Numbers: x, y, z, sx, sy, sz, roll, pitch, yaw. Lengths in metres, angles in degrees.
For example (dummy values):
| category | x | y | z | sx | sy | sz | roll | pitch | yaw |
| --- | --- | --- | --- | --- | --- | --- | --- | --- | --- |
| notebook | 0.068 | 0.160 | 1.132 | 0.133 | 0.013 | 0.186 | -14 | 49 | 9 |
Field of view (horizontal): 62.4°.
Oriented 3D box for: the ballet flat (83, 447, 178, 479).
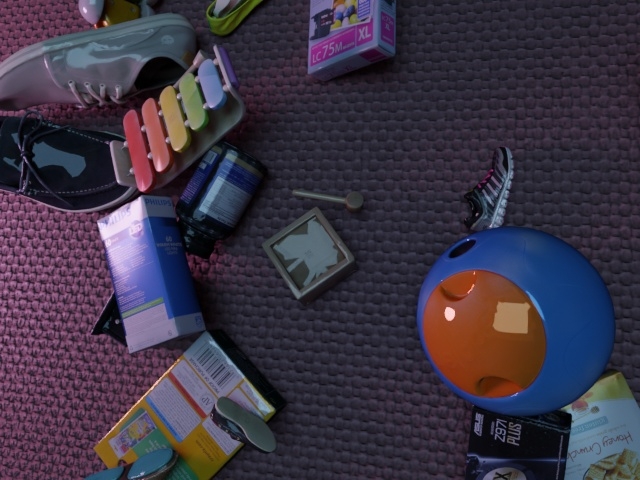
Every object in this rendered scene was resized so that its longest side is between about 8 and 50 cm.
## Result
| category | x | y | z | sx | sy | sz | roll | pitch | yaw |
| --- | --- | --- | --- | --- | --- | --- | --- | --- | --- |
| ballet flat | -0.338 | 0.437 | 0.960 | 0.206 | 0.073 | 0.067 | -21 | 106 | 12 |

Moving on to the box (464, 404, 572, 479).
| category | x | y | z | sx | sy | sz | roll | pitch | yaw |
| --- | --- | --- | --- | --- | --- | --- | --- | --- | --- |
| box | 0.320 | 0.360 | 0.862 | 0.147 | 0.077 | 0.180 | 8 | 95 | 29 |

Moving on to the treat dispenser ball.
| category | x | y | z | sx | sy | sz | roll | pitch | yaw |
| --- | --- | --- | --- | --- | --- | --- | --- | --- | --- |
| treat dispenser ball | 0.296 | 0.122 | 0.823 | 0.287 | 0.288 | 0.289 | -2 | 83 | 12 |

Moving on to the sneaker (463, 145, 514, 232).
| category | x | y | z | sx | sy | sz | roll | pitch | yaw |
| --- | --- | --- | --- | --- | --- | --- | --- | --- | --- |
| sneaker | 0.302 | -0.091 | 0.960 | 0.074 | 0.063 | 0.171 | 11 | 90 | 7 |

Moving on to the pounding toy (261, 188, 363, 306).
| category | x | y | z | sx | sy | sz | roll | pitch | yaw |
| --- | --- | --- | --- | --- | --- | --- | --- | --- | --- |
| pounding toy | 0.000 | -0.011 | 1.008 | 0.206 | 0.094 | 0.181 | -35 | 72 | -3 |

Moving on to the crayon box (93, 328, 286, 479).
| category | x | y | z | sx | sy | sz | roll | pitch | yaw |
| --- | --- | --- | --- | --- | --- | --- | --- | --- | --- |
| crayon box | -0.250 | 0.355 | 1.018 | 0.323 | 0.083 | 0.203 | -45 | 76 | 3 |

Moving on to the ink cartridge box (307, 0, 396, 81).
| category | x | y | z | sx | sy | sz | roll | pitch | yaw |
| --- | --- | --- | --- | --- | --- | --- | --- | --- | --- |
| ink cartridge box | 0.060 | -0.485 | 1.022 | 0.185 | 0.065 | 0.312 | -5 | 78 | 45 |

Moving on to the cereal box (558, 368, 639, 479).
| category | x | y | z | sx | sy | sz | roll | pitch | yaw |
| --- | --- | --- | --- | --- | --- | --- | --- | --- | --- |
| cereal box | 0.466 | 0.358 | 0.877 | 0.172 | 0.047 | 0.240 | -25 | 78 | 10 |

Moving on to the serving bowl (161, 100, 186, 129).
| category | x | y | z | sx | sy | sz | roll | pitch | yaw |
| --- | --- | --- | --- | --- | --- | --- | --- | --- | --- |
| serving bowl | -0.298 | -0.267 | 1.133 | 0.083 | 0.027 | 0.084 | -2 | 83 | 13 |

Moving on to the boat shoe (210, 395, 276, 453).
| category | x | y | z | sx | sy | sz | roll | pitch | yaw |
| --- | --- | --- | --- | --- | --- | --- | --- | --- | --- |
| boat shoe | -0.136 | 0.331 | 0.933 | 0.133 | 0.049 | 0.042 | 35 | 119 | 7 |

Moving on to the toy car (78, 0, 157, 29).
| category | x | y | z | sx | sy | sz | roll | pitch | yaw |
| --- | --- | --- | --- | --- | --- | --- | --- | --- | --- |
| toy car | -0.446 | -0.519 | 1.152 | 0.136 | 0.159 | 0.182 | -5 | 80 | 49 |

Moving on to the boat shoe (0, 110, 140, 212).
| category | x | y | z | sx | sy | sz | roll | pitch | yaw |
| --- | --- | --- | --- | --- | --- | --- | --- | --- | --- |
| boat shoe | -0.606 | -0.172 | 1.126 | 0.499 | 0.156 | 0.187 | 10 | 84 | 12 |

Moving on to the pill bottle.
| category | x | y | z | sx | sy | sz | roll | pitch | yaw |
| --- | --- | --- | --- | --- | --- | --- | --- | --- | --- |
| pill bottle | -0.208 | -0.080 | 1.041 | 0.122 | 0.123 | 0.219 | 31 | 91 | 14 |

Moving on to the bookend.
| category | x | y | z | sx | sy | sz | roll | pitch | yaw |
| --- | --- | --- | --- | --- | --- | --- | --- | --- | --- |
| bookend | -0.352 | 0.159 | 1.069 | 0.156 | 0.072 | 0.157 | 30 | 91 | 14 |

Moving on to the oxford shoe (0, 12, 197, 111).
| category | x | y | z | sx | sy | sz | roll | pitch | yaw |
| --- | --- | --- | --- | --- | --- | --- | --- | --- | --- |
| oxford shoe | -0.464 | -0.339 | 1.090 | 0.448 | 0.169 | 0.130 | -18 | 86 | -5 |

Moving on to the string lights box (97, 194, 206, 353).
| category | x | y | z | sx | sy | sz | roll | pitch | yaw |
| --- | --- | --- | --- | --- | --- | --- | --- | --- | --- |
| string lights box | -0.314 | 0.062 | 0.976 | 0.133 | 0.076 | 0.260 | -21 | 80 | 28 |

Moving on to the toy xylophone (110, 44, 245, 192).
| category | x | y | z | sx | sy | sz | roll | pitch | yaw |
| --- | --- | --- | --- | --- | --- | --- | --- | --- | --- |
| toy xylophone | -0.277 | -0.241 | 1.017 | 0.322 | 0.081 | 0.236 | -41 | 57 | 16 |

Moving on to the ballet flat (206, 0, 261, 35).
| category | x | y | z | sx | sy | sz | roll | pitch | yaw |
| --- | --- | --- | --- | --- | --- | --- | --- | --- | --- |
| ballet flat | -0.155 | -0.530 | 1.108 | 0.077 | 0.077 | 0.231 | 44 | 93 | 14 |
